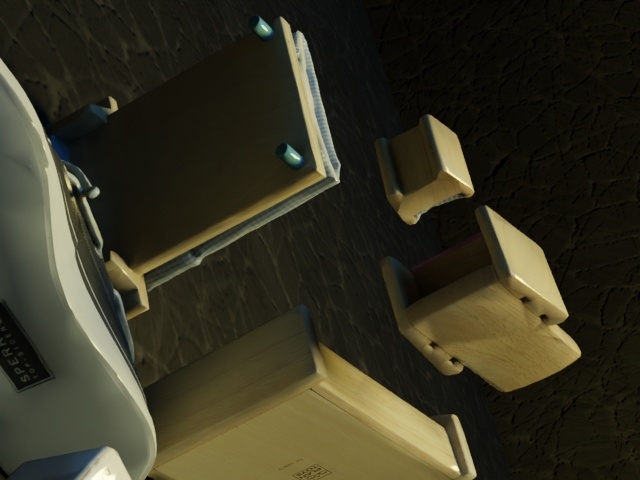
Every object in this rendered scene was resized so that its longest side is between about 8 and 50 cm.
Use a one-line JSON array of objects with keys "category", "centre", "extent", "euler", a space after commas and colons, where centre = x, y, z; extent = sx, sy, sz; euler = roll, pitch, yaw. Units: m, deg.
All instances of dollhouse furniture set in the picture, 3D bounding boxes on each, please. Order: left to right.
[{"category": "dollhouse furniture set", "centre": [0.000, 0.000, 0.948], "extent": [0.198, 0.286, 0.303], "euler": [38, 30, -50]}]

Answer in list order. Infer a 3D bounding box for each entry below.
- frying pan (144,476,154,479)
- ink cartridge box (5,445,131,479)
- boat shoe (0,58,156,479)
[{"category": "frying pan", "centre": [-0.057, 0.224, 0.977], "extent": [0.326, 0.053, 0.197], "euler": [-18, 88, -75]}, {"category": "ink cartridge box", "centre": [-0.105, 0.279, 0.606], "extent": [0.296, 0.066, 0.261], "euler": [65, 32, -16]}, {"category": "boat shoe", "centre": [-0.160, -0.003, 0.739], "extent": [0.105, 0.113, 0.306], "euler": [-106, 171, -55]}]
